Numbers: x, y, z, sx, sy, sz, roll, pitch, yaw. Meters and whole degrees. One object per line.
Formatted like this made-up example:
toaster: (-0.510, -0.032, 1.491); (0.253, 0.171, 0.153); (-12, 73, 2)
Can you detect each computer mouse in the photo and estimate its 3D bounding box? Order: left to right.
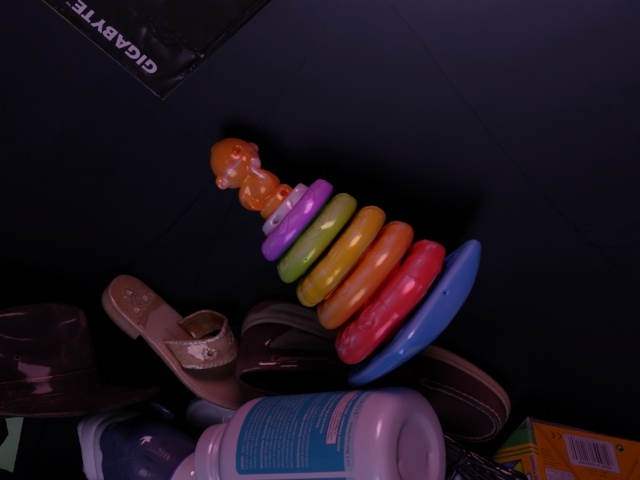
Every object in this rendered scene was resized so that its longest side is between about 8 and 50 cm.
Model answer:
computer mouse: (0.185, 0.297, 1.355); (0.184, 0.060, 0.262); (30, 152, 29)

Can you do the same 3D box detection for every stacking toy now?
stacking toy: (0.000, 0.000, 1.233); (0.302, 0.175, 0.166); (40, 151, -3)

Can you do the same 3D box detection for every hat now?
hat: (-0.362, 0.142, 1.409); (0.331, 0.331, 0.134); (-4, 85, 15)

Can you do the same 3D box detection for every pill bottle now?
pill bottle: (-0.008, 0.238, 1.265); (0.264, 0.146, 0.146); (-8, 129, 33)

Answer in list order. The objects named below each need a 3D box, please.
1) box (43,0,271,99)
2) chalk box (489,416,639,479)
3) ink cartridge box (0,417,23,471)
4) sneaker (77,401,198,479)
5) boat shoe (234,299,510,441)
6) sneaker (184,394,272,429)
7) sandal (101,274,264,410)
box: (-0.178, -0.313, 1.039); (0.322, 0.079, 0.257); (40, 124, -21)
chalk box: (0.275, 0.387, 1.453); (0.180, 0.179, 0.289); (14, 131, -17)
ink cartridge box: (-0.538, 0.255, 1.609); (0.235, 0.056, 0.171); (19, 130, -3)
sneaker: (-0.200, 0.320, 1.574); (0.236, 0.130, 0.323); (22, 161, 29)
boat shoe: (0.060, 0.184, 1.379); (0.342, 0.123, 0.123); (22, 131, -8)
sneaker: (-0.086, 0.238, 1.484); (0.191, 0.083, 0.071); (2, 132, 12)
sandal: (-0.145, 0.115, 1.387); (0.240, 0.088, 0.079); (38, 133, -14)
